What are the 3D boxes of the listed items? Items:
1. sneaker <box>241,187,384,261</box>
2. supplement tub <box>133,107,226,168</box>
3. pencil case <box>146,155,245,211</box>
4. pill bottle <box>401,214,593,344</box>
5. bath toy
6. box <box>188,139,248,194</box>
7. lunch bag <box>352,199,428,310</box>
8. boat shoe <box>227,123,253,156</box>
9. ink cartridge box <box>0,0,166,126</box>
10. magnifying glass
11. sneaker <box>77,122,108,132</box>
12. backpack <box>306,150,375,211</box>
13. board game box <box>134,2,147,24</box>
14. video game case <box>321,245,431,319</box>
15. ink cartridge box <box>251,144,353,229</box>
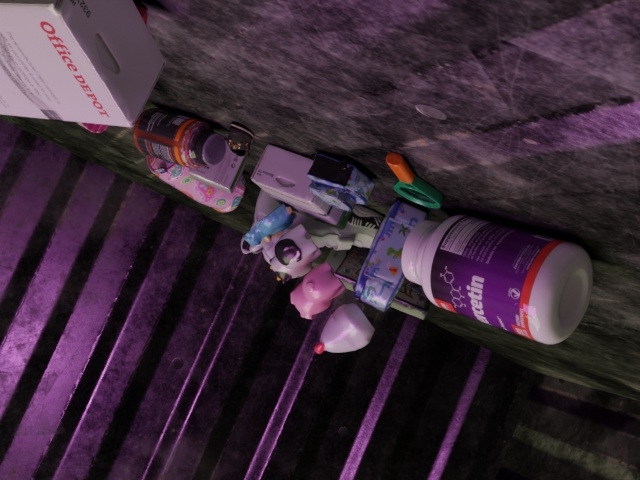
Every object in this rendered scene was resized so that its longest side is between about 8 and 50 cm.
[{"bbox_3d":[0.000,0.000,2.077,0.366,0.210,0.137,24,173,-4],"label":"sneaker"},{"bbox_3d":[-0.293,-0.211,1.894,0.198,0.106,0.106,20,172,34],"label":"supplement tub"},{"bbox_3d":[-0.298,-0.166,2.195,0.124,0.124,0.284,19,170,34],"label":"pencil case"},{"bbox_3d":[0.310,0.059,1.627,0.323,0.181,0.181,17,171,40],"label":"pill bottle"},{"bbox_3d":[-0.024,0.095,1.884,0.348,0.129,0.151,55,180,19],"label":"bath toy"},{"bbox_3d":[-0.224,-0.169,1.994,0.102,0.101,0.087,24,173,0],"label":"box"},{"bbox_3d":[0.141,0.035,1.844,0.090,0.219,0.176,23,174,5],"label":"lunch bag"},{"bbox_3d":[-0.163,-0.201,1.813,0.049,0.042,0.133,25,172,3],"label":"boat shoe"},{"bbox_3d":[-0.396,-0.277,1.202,0.307,0.129,0.223,8,150,22],"label":"ink cartridge box"},{"bbox_3d":[0.157,-0.104,1.575,0.092,0.026,0.231,21,174,23],"label":"magnifying glass"},{"bbox_3d":[-0.548,-0.325,1.954,0.111,0.103,0.252,23,168,36],"label":"sneaker"},{"bbox_3d":[0.038,-0.104,1.699,0.105,0.084,0.114,20,175,42],"label":"backpack"},{"bbox_3d":[-0.395,-0.342,1.410,0.242,0.064,0.316,25,173,-9],"label":"board game box"},{"bbox_3d":[0.154,0.068,2.209,0.275,0.035,0.248,22,-148,6],"label":"video game case"},{"bbox_3d":[-0.030,-0.108,1.871,0.153,0.087,0.208,22,174,22],"label":"ink cartridge box"}]
